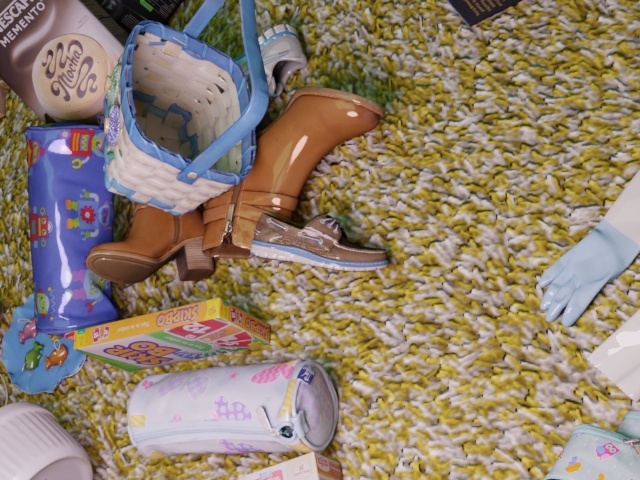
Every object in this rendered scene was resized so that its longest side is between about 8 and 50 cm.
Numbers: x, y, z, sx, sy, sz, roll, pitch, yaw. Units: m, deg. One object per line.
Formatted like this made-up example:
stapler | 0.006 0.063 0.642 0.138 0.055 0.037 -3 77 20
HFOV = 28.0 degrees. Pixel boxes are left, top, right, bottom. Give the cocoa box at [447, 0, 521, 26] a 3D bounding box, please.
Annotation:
cocoa box | 0.188 -0.479 1.616 0.228 0.347 0.231 -25 58 22

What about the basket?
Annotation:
basket | -0.167 -0.183 1.685 0.289 0.201 0.255 -40 42 34

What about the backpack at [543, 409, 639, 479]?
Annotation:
backpack | 0.329 0.259 1.310 0.188 0.166 0.144 11 60 33

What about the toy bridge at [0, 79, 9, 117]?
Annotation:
toy bridge | -0.544 -0.237 2.168 0.188 0.026 0.063 -20 57 24

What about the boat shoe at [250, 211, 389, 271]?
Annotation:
boat shoe | 0.000 0.000 1.658 0.183 0.066 0.066 8 94 9

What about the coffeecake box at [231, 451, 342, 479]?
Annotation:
coffeecake box | -0.038 0.368 1.548 0.142 0.068 0.185 -23 58 23

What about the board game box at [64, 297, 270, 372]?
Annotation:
board game box | -0.209 0.132 1.728 0.259 0.124 0.039 -11 64 28

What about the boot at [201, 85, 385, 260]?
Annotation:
boot | -0.046 -0.086 1.734 0.283 0.109 0.220 -3 67 32

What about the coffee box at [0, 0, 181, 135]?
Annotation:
coffee box | -0.357 -0.252 1.893 0.168 0.119 0.297 -43 97 9

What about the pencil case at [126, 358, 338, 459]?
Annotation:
pencil case | -0.113 0.220 1.631 0.273 0.113 0.124 -7 33 30

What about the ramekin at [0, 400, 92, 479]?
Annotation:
ramekin | -0.401 0.331 1.713 0.109 0.207 0.207 30 86 29

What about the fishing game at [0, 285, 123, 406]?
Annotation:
fishing game | -0.408 0.140 1.904 0.264 0.041 0.189 -39 51 12

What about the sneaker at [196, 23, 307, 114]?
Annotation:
sneaker | -0.100 -0.229 1.862 0.191 0.071 0.083 -38 60 13

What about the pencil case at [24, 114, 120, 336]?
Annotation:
pencil case | -0.344 -0.019 1.802 0.119 0.133 0.306 -1 91 46

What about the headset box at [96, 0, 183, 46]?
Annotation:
headset box | -0.342 -0.434 2.065 0.283 0.131 0.246 -52 52 2

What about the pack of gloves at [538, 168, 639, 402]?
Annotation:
pack of gloves | 0.363 0.034 1.464 0.232 0.046 0.195 -49 53 4

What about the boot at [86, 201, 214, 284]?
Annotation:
boot | -0.245 -0.020 1.787 0.073 0.197 0.152 -39 56 43

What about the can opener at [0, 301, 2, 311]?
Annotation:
can opener | -0.559 0.216 1.929 0.095 0.076 0.283 1 74 39
